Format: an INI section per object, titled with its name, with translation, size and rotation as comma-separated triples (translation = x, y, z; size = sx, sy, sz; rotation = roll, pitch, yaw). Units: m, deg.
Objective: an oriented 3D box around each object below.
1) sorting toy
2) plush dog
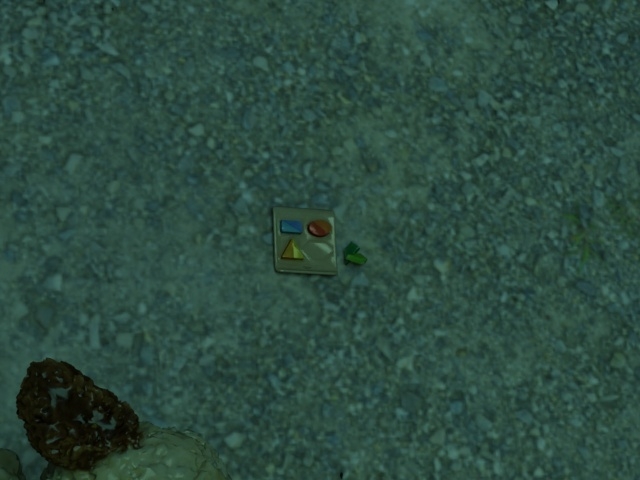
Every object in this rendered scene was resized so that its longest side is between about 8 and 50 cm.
[sorting toy]
translation = 0.000, 0.000, 1.497
size = 0.083, 0.012, 0.062
rotation = 4, 68, -20
[plush dog]
translation = -0.160, 0.201, 1.172
size = 0.262, 0.225, 0.211
rotation = 40, 24, -34
